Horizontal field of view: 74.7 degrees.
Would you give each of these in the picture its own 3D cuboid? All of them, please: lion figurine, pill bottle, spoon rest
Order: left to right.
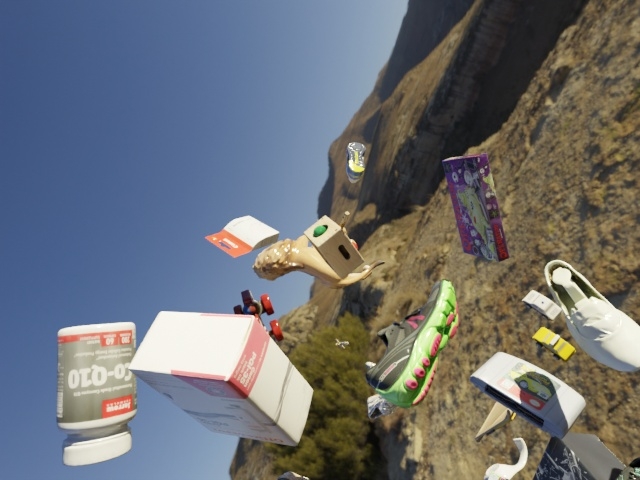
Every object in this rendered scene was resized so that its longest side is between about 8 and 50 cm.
[{"bbox_3d":[-0.501,0.335,0.947,0.161,0.161,0.283,77,-174,-79],"label":"pill bottle"},{"bbox_3d":[-0.013,0.078,1.372,0.240,0.392,0.142,-40,-48,-48],"label":"lion figurine"},{"bbox_3d":[0.798,0.968,1.790,0.276,0.084,0.137,-31,-16,-29],"label":"spoon rest"}]

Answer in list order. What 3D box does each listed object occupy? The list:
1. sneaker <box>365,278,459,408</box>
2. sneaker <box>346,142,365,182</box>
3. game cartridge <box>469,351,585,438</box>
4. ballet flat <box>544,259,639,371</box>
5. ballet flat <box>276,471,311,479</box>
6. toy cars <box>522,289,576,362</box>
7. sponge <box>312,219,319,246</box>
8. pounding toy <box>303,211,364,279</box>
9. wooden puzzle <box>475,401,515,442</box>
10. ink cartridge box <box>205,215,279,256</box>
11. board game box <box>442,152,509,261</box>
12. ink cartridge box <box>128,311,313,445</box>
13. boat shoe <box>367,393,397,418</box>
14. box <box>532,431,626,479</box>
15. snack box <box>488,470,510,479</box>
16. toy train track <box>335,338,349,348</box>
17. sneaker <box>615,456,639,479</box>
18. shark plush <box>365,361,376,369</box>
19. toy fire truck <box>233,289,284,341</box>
[{"bbox_3d":[0.291,0.279,1.304,0.483,0.202,0.185,-45,-51,-39],"label":"sneaker"},{"bbox_3d":[0.094,-0.218,1.161,0.059,0.053,0.144,98,-178,-48],"label":"sneaker"},{"bbox_3d":[0.654,0.471,1.326,0.196,0.294,0.060,-18,-58,-38],"label":"game cartridge"},{"bbox_3d":[0.700,0.178,1.116,0.400,0.139,0.139,-80,6,-64],"label":"ballet flat"},{"bbox_3d":[-0.008,0.903,1.493,0.106,0.316,0.108,26,-99,-73],"label":"ballet flat"},{"bbox_3d":[1.164,0.421,2.145,0.087,0.176,0.394,56,-152,-52],"label":"toy cars"},{"bbox_3d":[0.000,0.000,2.272,0.117,0.031,0.210,19,101,61],"label":"sponge"},{"bbox_3d":[0.037,-0.002,0.994,0.100,0.141,0.130,-38,27,-4],"label":"pounding toy"},{"bbox_3d":[0.696,0.650,1.593,0.221,0.044,0.239,-29,-31,-42],"label":"wooden puzzle"},{"bbox_3d":[-0.314,-0.023,1.701,0.232,0.189,0.066,-16,-52,-51],"label":"ink cartridge box"},{"bbox_3d":[0.513,-0.111,1.400,0.208,0.056,0.347,-138,31,-79],"label":"board game box"},{"bbox_3d":[-0.161,0.255,0.759,0.283,0.207,0.117,64,-147,-41],"label":"ink cartridge box"},{"bbox_3d":[0.288,0.697,1.787,0.277,0.098,0.096,123,165,-47],"label":"boat shoe"},{"bbox_3d":[0.874,0.877,1.371,0.312,0.179,0.343,-111,32,-72],"label":"box"},{"bbox_3d":[0.560,0.779,1.275,0.100,0.141,0.037,-62,20,-13],"label":"snack box"},{"bbox_3d":[0.076,0.372,1.498,0.014,0.048,0.083,-47,8,-32],"label":"toy train track"},{"bbox_3d":[0.811,0.656,1.100,0.267,0.101,0.106,-1,-73,-49],"label":"sneaker"},{"bbox_3d":[0.220,0.499,1.562,0.161,0.067,0.073,56,-140,-47],"label":"shark plush"},{"bbox_3d":[-0.272,0.355,1.820,0.254,0.169,0.302,123,126,-78],"label":"toy fire truck"}]
